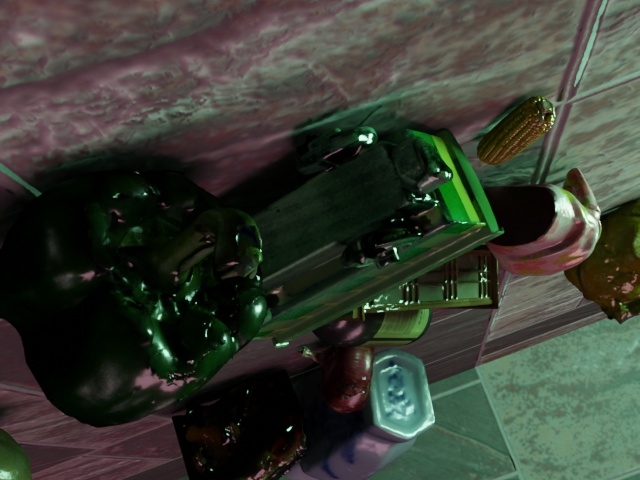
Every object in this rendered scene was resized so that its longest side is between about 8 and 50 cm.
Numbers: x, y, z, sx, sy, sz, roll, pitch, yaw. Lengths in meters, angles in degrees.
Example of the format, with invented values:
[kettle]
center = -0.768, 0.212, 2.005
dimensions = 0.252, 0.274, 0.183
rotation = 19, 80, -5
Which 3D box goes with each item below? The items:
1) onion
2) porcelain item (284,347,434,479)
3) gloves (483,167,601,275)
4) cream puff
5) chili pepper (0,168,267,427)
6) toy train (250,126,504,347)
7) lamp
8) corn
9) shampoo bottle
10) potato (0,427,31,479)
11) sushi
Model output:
[onion]
center = 0.023, 0.220, 1.534
dimensions = 0.140, 0.150, 0.150
rotation = 15, 154, -11
[porcelain item]
center = 0.060, 0.355, 1.752
dimensions = 0.178, 0.243, 0.405
rotation = 5, 153, -28
[gloves]
center = 0.259, -0.013, 1.047
dimensions = 0.145, 0.126, 0.241
rotation = -30, 155, 22
[cream puff]
center = 0.541, 0.036, 1.418
dimensions = 0.282, 0.185, 0.282
rotation = -17, 160, -7
[chili pepper]
center = -0.118, 0.033, 0.638
dimensions = 0.261, 0.174, 0.165
rotation = -26, 167, 34
[toy train]
center = 0.000, 0.000, 0.780
dimensions = 0.301, 0.120, 0.202
rotation = -30, 165, 28
[lamp]
center = 0.100, 0.043, 1.036
dimensions = 0.089, 0.090, 0.325
rotation = -2, 178, 37
[corn]
center = 0.179, -0.099, 0.817
dimensions = 0.037, 0.037, 0.092
rotation = -10, 163, -31
[shampoo bottle]
center = 0.048, 0.086, 1.134
dimensions = 0.101, 0.101, 0.284
rotation = -28, 162, 24
[potato]
center = -0.487, 0.321, 1.171
dimensions = 0.235, 0.160, 0.178
rotation = -17, 142, 26
[sushi]
center = -0.137, 0.371, 1.620
dimensions = 0.227, 0.215, 0.212
rotation = -15, 163, -14
